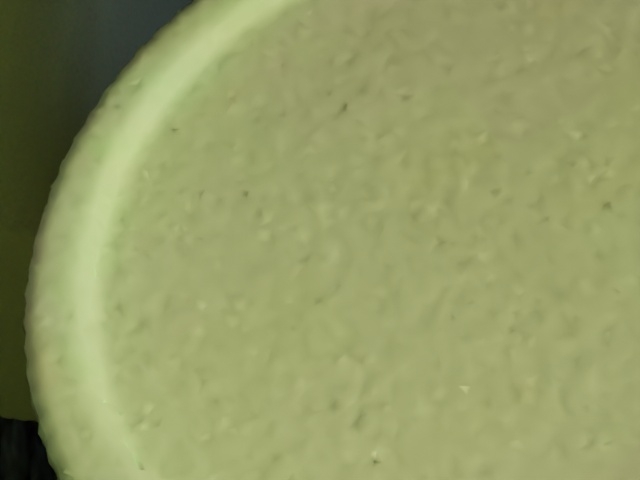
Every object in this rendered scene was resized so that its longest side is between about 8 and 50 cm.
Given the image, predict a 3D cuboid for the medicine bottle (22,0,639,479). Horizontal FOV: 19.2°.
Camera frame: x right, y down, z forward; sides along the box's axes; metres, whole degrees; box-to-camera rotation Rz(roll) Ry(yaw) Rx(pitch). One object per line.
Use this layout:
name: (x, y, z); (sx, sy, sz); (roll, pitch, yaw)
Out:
medicine bottle: (0.073, 0.093, 0.550); (0.388, 0.219, 0.219); (61, 25, -57)

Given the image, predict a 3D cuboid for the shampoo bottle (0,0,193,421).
shampoo bottle: (-0.072, -0.067, 0.586); (0.127, 0.078, 0.257); (75, 14, -45)
